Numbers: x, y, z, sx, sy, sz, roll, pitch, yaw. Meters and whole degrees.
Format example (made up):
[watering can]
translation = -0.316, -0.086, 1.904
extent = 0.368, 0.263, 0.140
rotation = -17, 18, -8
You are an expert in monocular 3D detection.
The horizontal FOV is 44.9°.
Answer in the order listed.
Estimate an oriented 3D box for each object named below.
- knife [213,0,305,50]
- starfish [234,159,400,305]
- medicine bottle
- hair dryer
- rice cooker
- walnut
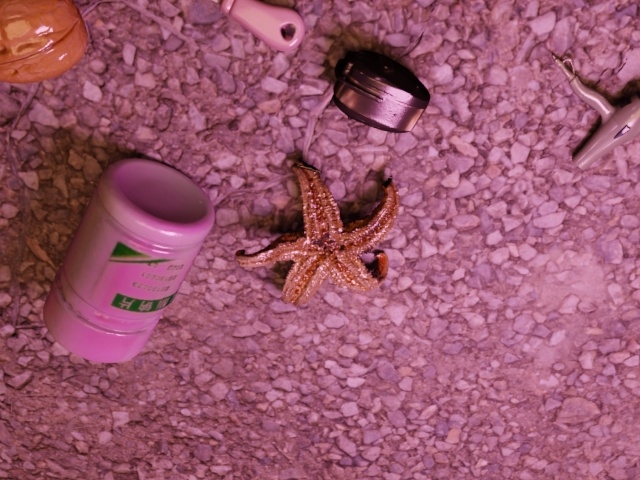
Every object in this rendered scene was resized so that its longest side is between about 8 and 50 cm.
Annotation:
[knife]
translation = -0.171, -0.408, 1.223
extent = 0.335, 0.043, 0.081
rotation = 28, 105, -12
[starfish]
translation = -0.003, -0.003, 1.426
extent = 0.311, 0.113, 0.303
rotation = -12, 123, -3
[medicine bottle]
translation = -0.346, 0.038, 1.390
extent = 0.212, 0.212, 0.326
rotation = 26, 117, -14
[hair dryer]
translation = 0.449, -0.210, 1.330
extent = 0.199, 0.067, 0.167
rotation = 24, 124, -1
[rice cooker]
translation = 0.097, -0.243, 1.275
extent = 0.165, 0.112, 0.107
rotation = 16, 126, -8
[walnut]
translation = -0.469, -0.327, 1.209
extent = 0.197, 0.165, 0.165
rotation = -9, 121, -2
